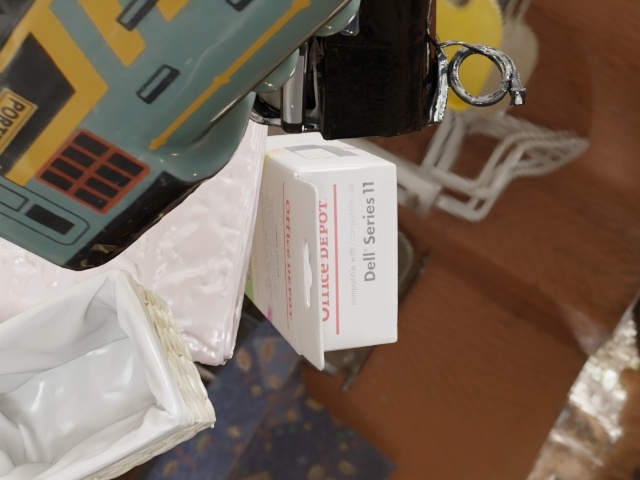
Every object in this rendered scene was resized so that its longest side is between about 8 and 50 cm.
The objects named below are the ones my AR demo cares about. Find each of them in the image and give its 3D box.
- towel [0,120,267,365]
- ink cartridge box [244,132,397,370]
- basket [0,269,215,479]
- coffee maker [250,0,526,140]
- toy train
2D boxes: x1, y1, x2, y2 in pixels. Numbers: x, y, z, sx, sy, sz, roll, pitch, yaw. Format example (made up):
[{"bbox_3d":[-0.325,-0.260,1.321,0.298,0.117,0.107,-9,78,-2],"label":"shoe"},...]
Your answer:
[{"bbox_3d":[-0.229,-0.050,1.193,0.053,0.331,0.317,57,43,-79],"label":"towel"},{"bbox_3d":[0.000,0.000,1.295,0.353,0.119,0.207,-142,-131,-69],"label":"ink cartridge box"},{"bbox_3d":[-0.168,0.108,0.758,0.167,0.113,0.103,-26,166,6],"label":"basket"},{"bbox_3d":[0.033,-0.153,0.635,0.171,0.120,0.178,-13,148,-9],"label":"coffee maker"},{"bbox_3d":[-0.069,-0.114,0.340,0.334,0.190,0.142,-36,-146,44],"label":"toy train"}]
